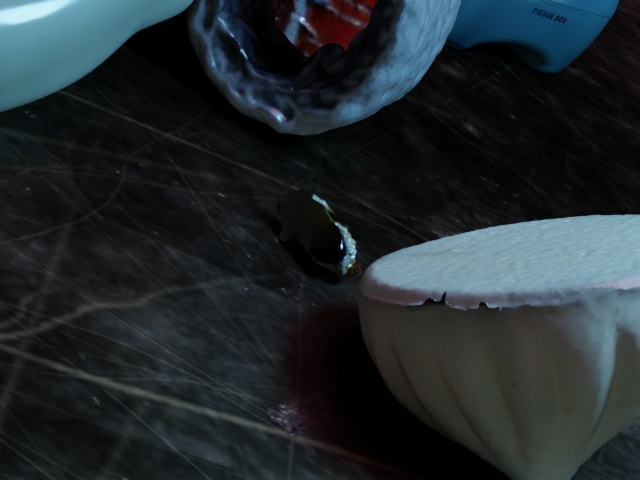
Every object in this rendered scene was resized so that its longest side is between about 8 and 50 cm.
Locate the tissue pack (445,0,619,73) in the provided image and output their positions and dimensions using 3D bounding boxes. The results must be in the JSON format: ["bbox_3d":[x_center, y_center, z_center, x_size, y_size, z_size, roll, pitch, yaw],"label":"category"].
[{"bbox_3d":[0.225,-0.333,2.164,0.287,0.206,0.198,11,29,-45],"label":"tissue pack"}]

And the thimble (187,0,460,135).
[{"bbox_3d":[0.007,-0.214,1.567,0.217,0.245,0.157,43,24,1],"label":"thimble"}]

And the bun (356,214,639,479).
[{"bbox_3d":[0.160,0.087,1.277,0.263,0.175,0.263,-8,11,2],"label":"bun"}]

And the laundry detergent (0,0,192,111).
[{"bbox_3d":[-0.206,-0.226,1.345,0.264,0.124,0.398,38,37,22],"label":"laundry detergent"}]

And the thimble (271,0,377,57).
[{"bbox_3d":[0.034,-0.233,1.803,0.163,0.125,0.189,31,22,-2],"label":"thimble"}]

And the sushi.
[{"bbox_3d":[0.000,0.000,1.406,0.046,0.044,0.083,41,11,-51],"label":"sushi"}]
